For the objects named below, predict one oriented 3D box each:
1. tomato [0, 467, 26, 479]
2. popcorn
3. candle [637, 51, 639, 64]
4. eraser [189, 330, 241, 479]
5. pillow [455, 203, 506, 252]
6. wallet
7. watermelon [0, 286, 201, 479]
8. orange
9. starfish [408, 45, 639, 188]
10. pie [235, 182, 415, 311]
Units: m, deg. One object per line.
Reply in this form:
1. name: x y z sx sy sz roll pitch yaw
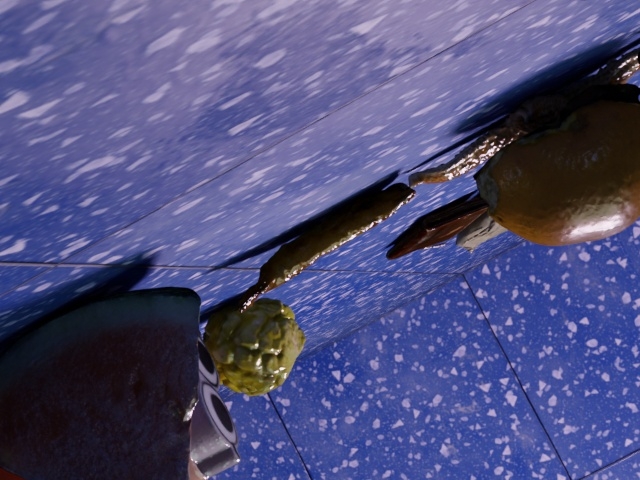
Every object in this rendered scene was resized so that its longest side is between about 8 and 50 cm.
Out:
1. tomato: -0.253 0.207 1.392 0.260 0.180 0.260 -30 173 -4
2. popcorn: -0.075 0.109 1.751 0.106 0.116 0.120 -55 139 -20
3. candle: 0.328 -0.197 1.184 0.329 0.048 0.051 136 -24 -69
4. eraser: -0.236 0.214 1.659 0.290 0.171 0.087 -29 146 10
5. pillow: 0.238 -0.044 2.002 0.119 0.053 0.208 -29 175 -19
6. wallet: 0.141 -0.015 1.963 0.095 0.026 0.176 -20 171 -15
7. watermelon: -0.174 0.118 1.206 0.207 0.202 0.136 -28 135 -15
8. orange: 0.220 -0.053 1.365 0.160 0.112 0.170 -12 144 -37
9. starfish: 0.227 -0.112 1.448 0.295 0.048 0.231 -33 161 19
10. pie: 0.002 -0.001 1.453 0.191 0.033 0.088 -34 -179 7
